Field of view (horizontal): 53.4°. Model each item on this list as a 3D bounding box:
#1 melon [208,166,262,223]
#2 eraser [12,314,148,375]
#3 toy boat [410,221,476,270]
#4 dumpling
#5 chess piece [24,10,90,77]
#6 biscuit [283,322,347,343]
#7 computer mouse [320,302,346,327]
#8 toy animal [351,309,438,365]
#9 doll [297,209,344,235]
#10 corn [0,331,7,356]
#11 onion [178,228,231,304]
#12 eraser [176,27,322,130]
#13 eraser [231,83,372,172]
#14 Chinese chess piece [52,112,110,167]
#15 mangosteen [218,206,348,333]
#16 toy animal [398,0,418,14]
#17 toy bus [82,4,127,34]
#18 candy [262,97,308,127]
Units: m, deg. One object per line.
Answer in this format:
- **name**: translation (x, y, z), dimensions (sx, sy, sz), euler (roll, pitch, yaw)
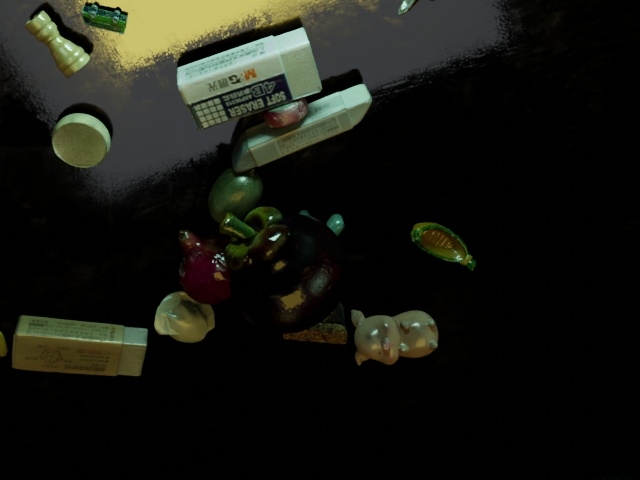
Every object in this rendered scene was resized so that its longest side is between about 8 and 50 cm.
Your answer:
- **melon**: translation (-0.201, -0.110, 1.507), dimensions (0.114, 0.114, 0.167), euler (23, 124, -26)
- **eraser**: translation (-0.662, 0.296, 1.763), dimensions (0.343, 0.078, 0.144), euler (9, 126, -19)
- **toy boat**: translation (0.328, 0.011, 1.720), dimensions (0.229, 0.088, 0.089), euler (23, 120, -25)
- **dumpling**: translation (-0.367, 0.213, 1.753), dimensions (0.176, 0.092, 0.150), euler (18, 109, -17)
- **chess piece**: translation (-0.524, -0.389, 1.260), dimensions (0.066, 0.066, 0.122), euler (-32, 122, 15)
- **biscuit**: translation (-0.021, 0.263, 1.827), dimensions (0.198, 0.034, 0.064), euler (3, 134, 18)
- **computer mouse**: translation (0.017, 0.206, 1.828), dimensions (0.105, 0.062, 0.192), euler (-6, 129, 22)
- **toy animal**: translation (0.220, 0.279, 1.873), dimensions (0.250, 0.167, 0.154), euler (-4, 172, 0)
- **doll**: translation (0.000, 0.000, 1.668), dimensions (0.159, 0.059, 0.159), euler (11, 123, -20)
- **corn**: translation (-0.879, 0.280, 1.735), dimensions (0.037, 0.037, 0.092), euler (-3, 126, -9)
- **onion**: translation (-0.288, 0.059, 1.620), dimensions (0.195, 0.140, 0.218), euler (-25, 125, 18)
- **eraser**: translation (-0.151, -0.341, 1.351), dimensions (0.287, 0.086, 0.130), euler (-16, 131, 2)
- **eraser**: translation (-0.049, -0.252, 1.439), dimensions (0.351, 0.089, 0.061), euler (-21, 133, 5)
- **Chinese chess piece**: translation (-0.526, -0.220, 1.400), dimensions (0.122, 0.051, 0.122), euler (-4, 127, -5)
- **mangosteen**: translation (-0.077, 0.064, 1.488), dimensions (0.296, 0.297, 0.314), euler (-9, 148, -4)
- **toy animal**: translation (0.224, -0.538, 1.275), dimensions (0.179, 0.089, 0.188), euler (2, 124, -32)
- **toy bus**: translation (-0.427, -0.437, 1.258), dimensions (0.083, 0.031, 0.037), euler (9, 135, -17)
- **candy**: translation (-0.078, -0.288, 1.396), dimensions (0.103, 0.103, 0.043), euler (-20, 125, 5)
